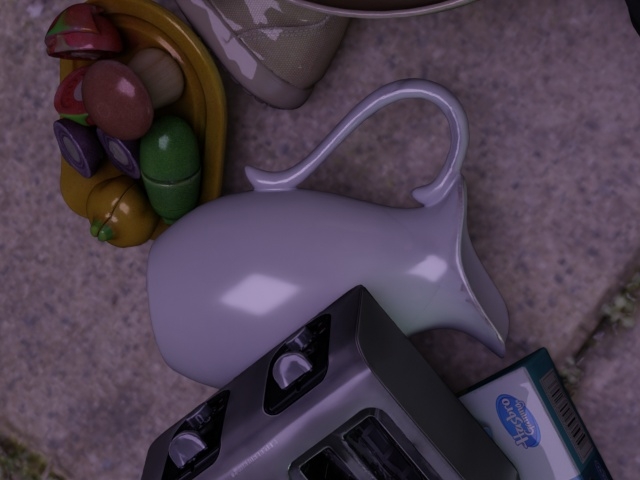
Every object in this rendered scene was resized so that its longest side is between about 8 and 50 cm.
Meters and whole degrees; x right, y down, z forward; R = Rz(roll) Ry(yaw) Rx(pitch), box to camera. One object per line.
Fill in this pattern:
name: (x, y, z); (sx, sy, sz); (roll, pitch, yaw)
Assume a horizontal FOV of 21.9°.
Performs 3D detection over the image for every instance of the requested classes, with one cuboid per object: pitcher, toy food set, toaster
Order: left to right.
toy food set: (-0.128, -0.077, 1.021); (0.128, 0.071, 0.218); (23, 130, 22)
pitcher: (0.000, 0.000, 1.009); (0.207, 0.125, 0.177); (-8, 96, 10)
toaster: (0.010, 0.148, 0.926); (0.168, 0.110, 0.185); (-37, 99, 15)

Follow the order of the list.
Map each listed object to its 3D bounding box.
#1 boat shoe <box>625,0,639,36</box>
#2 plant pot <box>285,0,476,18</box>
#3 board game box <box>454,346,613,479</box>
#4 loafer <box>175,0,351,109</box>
boat shoe: (0.330, -0.150, 0.882); (0.341, 0.158, 0.127); (-4, 82, 9)
plant pot: (0.060, -0.263, 0.929); (0.284, 0.191, 0.284); (2, 95, 18)
board game box: (0.047, 0.256, 1.039); (0.336, 0.079, 0.253); (-29, 86, 18)
loafer: (-0.075, -0.206, 1.031); (0.092, 0.102, 0.268); (-40, 92, 16)
